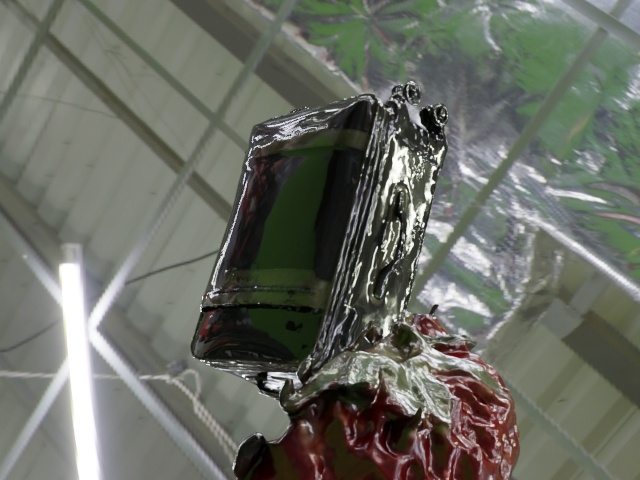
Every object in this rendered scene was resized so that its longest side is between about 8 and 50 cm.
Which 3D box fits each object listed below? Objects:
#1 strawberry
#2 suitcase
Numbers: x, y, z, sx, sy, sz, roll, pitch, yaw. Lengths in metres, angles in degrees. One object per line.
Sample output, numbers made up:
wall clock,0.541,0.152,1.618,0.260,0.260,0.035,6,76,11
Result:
strawberry,0.039,0.197,0.631,0.150,0.253,0.280,28,-80,25
suitcase,0.000,0.000,1.231,0.283,0.194,0.434,-5,-116,46
